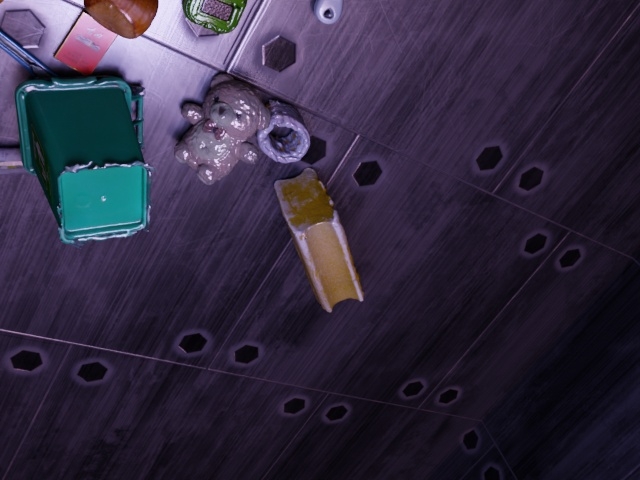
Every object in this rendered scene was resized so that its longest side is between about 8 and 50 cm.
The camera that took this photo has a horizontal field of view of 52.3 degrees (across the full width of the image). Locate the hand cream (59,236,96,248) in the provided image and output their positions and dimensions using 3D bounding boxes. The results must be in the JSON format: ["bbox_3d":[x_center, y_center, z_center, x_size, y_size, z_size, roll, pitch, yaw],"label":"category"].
[{"bbox_3d":[-0.596,-0.054,1.783,0.248,0.052,0.075,-35,129,8],"label":"hand cream"}]

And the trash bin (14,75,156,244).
[{"bbox_3d":[-0.510,-0.190,1.483,0.295,0.381,0.259,-9,134,-26],"label":"trash bin"}]

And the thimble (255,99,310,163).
[{"bbox_3d":[-0.103,-0.289,1.745,0.151,0.117,0.127,29,114,-35],"label":"thimble"}]

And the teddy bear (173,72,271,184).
[{"bbox_3d":[-0.252,-0.279,1.669,0.236,0.151,0.267,40,117,2],"label":"teddy bear"}]

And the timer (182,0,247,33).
[{"bbox_3d":[-0.246,-0.558,1.529,0.140,0.047,0.128,15,120,-29],"label":"timer"}]

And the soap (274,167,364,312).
[{"bbox_3d":[0.000,0.000,1.895,0.156,0.293,0.335,-20,131,-1],"label":"soap"}]

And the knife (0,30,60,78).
[{"bbox_3d":[-0.685,-0.419,1.486,0.044,0.026,0.296,-32,132,20],"label":"knife"}]

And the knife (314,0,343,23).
[{"bbox_3d":[0.042,-0.686,1.550,0.080,0.044,0.331,5,118,-16],"label":"knife"}]

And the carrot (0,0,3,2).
[{"bbox_3d":[-0.645,-0.554,1.376,0.271,0.062,0.066,-27,155,1],"label":"carrot"}]

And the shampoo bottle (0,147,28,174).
[{"bbox_3d":[-0.820,-0.192,1.583,0.214,0.072,0.072,-4,127,-18],"label":"shampoo bottle"}]

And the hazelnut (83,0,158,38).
[{"bbox_3d":[-0.432,-0.526,1.429,0.150,0.150,0.150,-10,129,-13],"label":"hazelnut"}]

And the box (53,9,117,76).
[{"bbox_3d":[-0.545,-0.456,1.512,0.090,0.023,0.133,29,112,-37],"label":"box"}]
